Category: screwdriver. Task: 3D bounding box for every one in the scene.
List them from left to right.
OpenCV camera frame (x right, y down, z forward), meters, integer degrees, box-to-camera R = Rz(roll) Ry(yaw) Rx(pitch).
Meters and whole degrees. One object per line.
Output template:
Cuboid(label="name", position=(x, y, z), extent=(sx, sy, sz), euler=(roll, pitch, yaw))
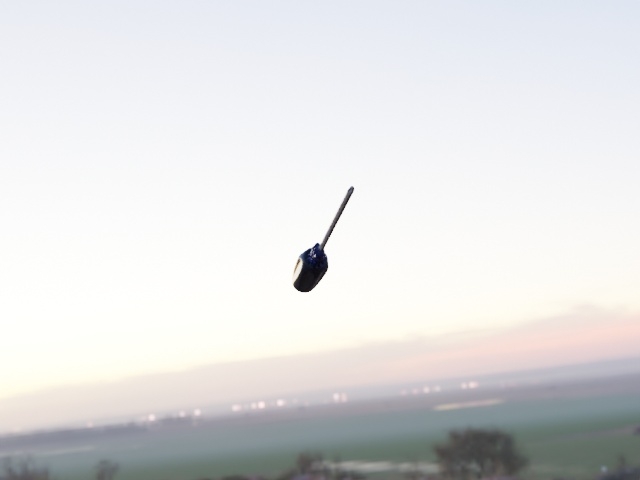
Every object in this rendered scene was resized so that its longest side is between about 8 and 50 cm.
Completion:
Cuboid(label="screwdriver", position=(0.000, 0.000, 0.852), extent=(0.025, 0.024, 0.170), euler=(-8, -22, -11))
